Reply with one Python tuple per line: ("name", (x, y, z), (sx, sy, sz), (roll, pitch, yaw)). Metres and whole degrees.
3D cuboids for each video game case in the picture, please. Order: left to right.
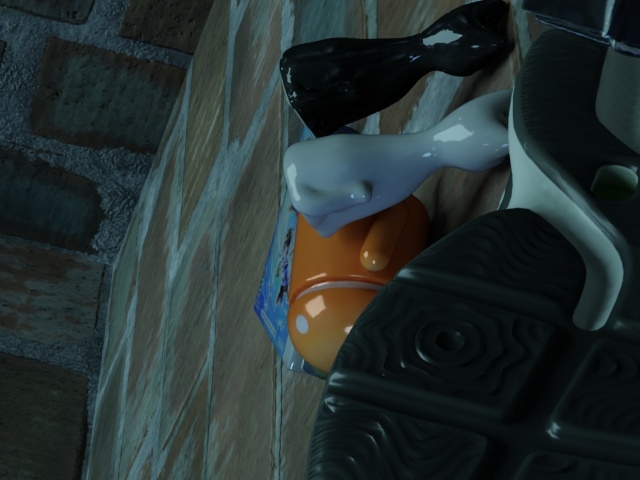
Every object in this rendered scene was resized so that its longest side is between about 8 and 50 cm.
("video game case", (0.000, 0.000, 1.712), (0.269, 0.061, 0.244), (-133, 59, -74))

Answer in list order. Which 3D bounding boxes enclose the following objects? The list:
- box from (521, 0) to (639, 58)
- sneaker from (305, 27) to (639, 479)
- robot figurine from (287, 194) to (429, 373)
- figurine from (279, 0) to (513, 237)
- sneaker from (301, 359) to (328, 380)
("box", (0.242, -0.163, 0.443), (0.073, 0.296, 0.293), (-134, 58, -71))
("sneaker", (0.125, 0.097, 0.780), (0.447, 0.169, 0.257), (-57, -26, -46))
("robot figurine", (0.035, 0.031, 1.404), (0.158, 0.128, 0.219), (-19, 52, 36))
("figurine", (0.075, -0.115, 1.343), (0.215, 0.209, 0.092), (-93, -22, -45))
("sneaker", (0.008, 0.049, 1.549), (0.086, 0.064, 0.192), (-20, 65, 50))
